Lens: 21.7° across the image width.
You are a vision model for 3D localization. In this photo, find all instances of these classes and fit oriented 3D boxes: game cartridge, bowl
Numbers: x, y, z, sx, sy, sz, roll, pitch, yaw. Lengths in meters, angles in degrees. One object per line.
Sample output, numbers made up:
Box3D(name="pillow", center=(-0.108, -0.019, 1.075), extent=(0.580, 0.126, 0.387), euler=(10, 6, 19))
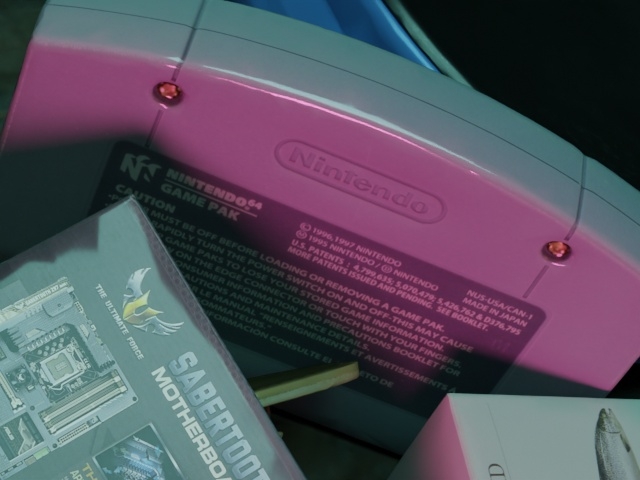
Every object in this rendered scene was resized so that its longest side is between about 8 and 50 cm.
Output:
Box3D(name="game cartridge", center=(0.000, 0.000, 0.748), extent=(0.297, 0.198, 0.062), euler=(22, 42, -7))
Box3D(name="bowl", center=(0.124, -0.115, 0.922), extent=(0.391, 0.077, 0.391), euler=(25, 40, -23))

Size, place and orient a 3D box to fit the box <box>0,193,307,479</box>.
Box3D(name="box", center=(-0.092, 0.125, 0.626), extent=(0.183, 0.059, 0.233), euler=(-30, 85, -21))

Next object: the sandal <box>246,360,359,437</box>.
Box3D(name="sandal", center=(-0.089, 0.115, 0.712), extent=(0.240, 0.088, 0.079), euler=(-12, 89, -24))

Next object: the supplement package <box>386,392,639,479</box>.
Box3D(name="supplement package", center=(0.128, 0.140, 0.752), extent=(0.179, 0.105, 0.105), euler=(4, 52, -22))
